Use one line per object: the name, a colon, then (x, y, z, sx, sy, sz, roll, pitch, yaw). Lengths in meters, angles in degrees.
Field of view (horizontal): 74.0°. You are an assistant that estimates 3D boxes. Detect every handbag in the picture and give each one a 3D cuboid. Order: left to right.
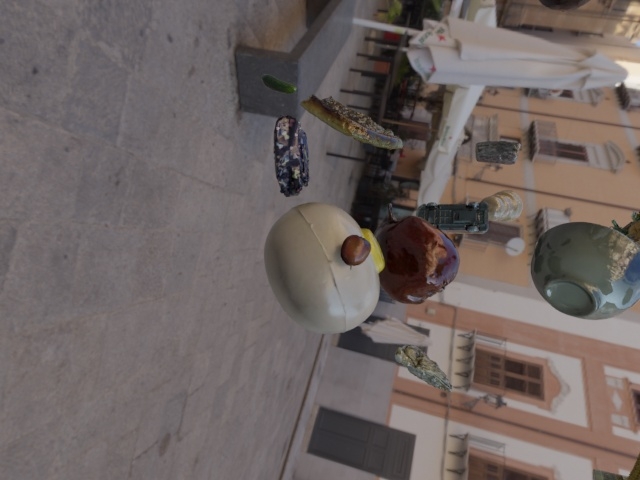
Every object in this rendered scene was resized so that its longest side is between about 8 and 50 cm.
handbag: (-0.093, -0.271, 1.363, 0.162, 0.113, 0.259, -119, -157, -83)

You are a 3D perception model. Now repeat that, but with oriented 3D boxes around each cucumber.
cucumber: (-0.130, -0.462, 1.261, 0.039, 0.168, 0.039, -33, 140, -33)
cucumber: (0.473, -0.238, 1.140, 0.064, 0.112, 0.064, 10, 90, -73)

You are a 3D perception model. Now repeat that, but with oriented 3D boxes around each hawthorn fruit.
hawthorn fruit: (0.082, 0.023, 1.014, 0.077, 0.077, 0.077, 12, 90, -80)
hawthorn fruit: (0.309, 0.068, 1.479, 0.308, 0.325, 0.308, -45, 155, -28)

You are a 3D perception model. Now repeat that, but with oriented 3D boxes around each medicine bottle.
medicine bottle: (0.766, 0.634, 1.114, 0.047, 0.084, 0.047, 1, 90, -65)

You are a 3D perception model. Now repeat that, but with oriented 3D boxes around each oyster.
oyster: (0.259, 0.318, 1.057, 0.064, 0.177, 0.125, -50, 174, -4)

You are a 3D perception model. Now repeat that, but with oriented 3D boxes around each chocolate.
chocolate: (0.996, 0.029, 1.239, 0.085, 0.219, 0.085, -45, -161, 20)

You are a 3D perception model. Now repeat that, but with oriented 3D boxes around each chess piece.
chess piece: (0.753, -0.142, 1.808, 0.261, 0.143, 0.142, -10, 114, -48)

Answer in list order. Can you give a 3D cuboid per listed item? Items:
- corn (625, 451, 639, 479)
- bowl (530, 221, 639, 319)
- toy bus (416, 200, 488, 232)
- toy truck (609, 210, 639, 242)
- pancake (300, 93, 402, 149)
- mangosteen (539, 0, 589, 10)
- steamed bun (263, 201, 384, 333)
corn: (0.592, 0.412, 0.751, 0.165, 0.085, 0.063, -60, -175, -9)
bowl: (0.686, 0.108, 1.125, 0.146, 0.289, 0.289, -39, 148, -31)
toy bus: (0.513, -0.081, 1.658, 0.120, 0.266, 0.121, 33, 60, -67)
toy truck: (1.114, -0.045, 1.459, 0.128, 0.135, 0.259, -36, 177, -38)
pancake: (0.141, -0.473, 1.676, 0.066, 0.427, 0.304, -61, -179, 34)
mangosteen: (0.731, -0.791, 1.228, 0.230, 0.195, 0.194, 66, 34, -48)
steamed bun: (0.004, 0.077, 1.192, 0.334, 0.334, 0.373, -16, 86, -78)
